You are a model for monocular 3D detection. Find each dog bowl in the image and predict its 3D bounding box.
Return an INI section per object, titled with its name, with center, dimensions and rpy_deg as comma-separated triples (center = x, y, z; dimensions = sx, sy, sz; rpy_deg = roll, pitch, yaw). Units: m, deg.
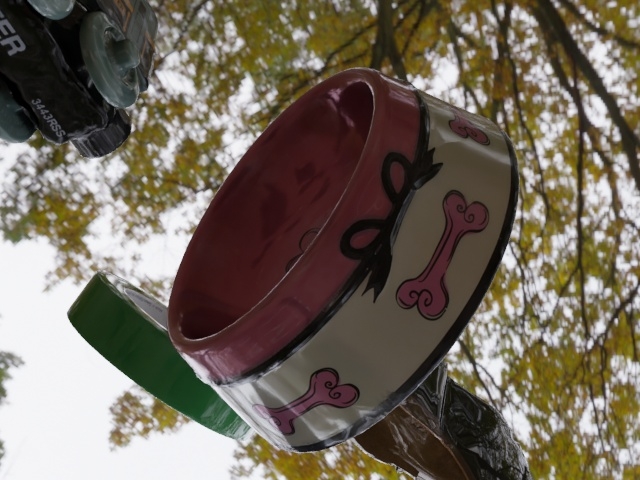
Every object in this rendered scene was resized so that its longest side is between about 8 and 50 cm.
[dog bowl]
center = 0.000, 0.000, 0.965
dimensions = 0.408, 0.150, 0.408
rpy_deg = -42, -153, 27

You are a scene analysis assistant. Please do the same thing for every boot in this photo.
[boot]
center = 0.127, 0.224, 1.024
dimensions = 0.115, 0.305, 0.112
rpy_deg = -29, -159, 33

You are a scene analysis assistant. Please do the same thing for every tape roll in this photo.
[tape roll]
center = -0.212, 0.164, 1.364
dimensions = 0.321, 0.321, 0.077
rpy_deg = 35, -93, 32

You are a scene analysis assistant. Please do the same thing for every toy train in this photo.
[toy train]
center = -0.239, -0.220, 0.716
dimensions = 0.142, 0.334, 0.190
rpy_deg = -17, -138, 15
